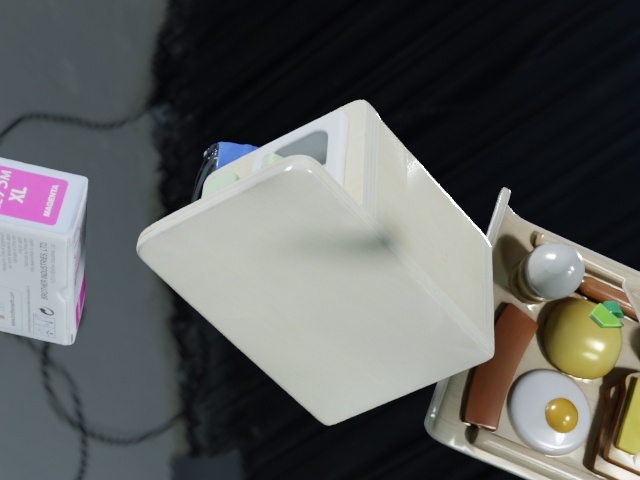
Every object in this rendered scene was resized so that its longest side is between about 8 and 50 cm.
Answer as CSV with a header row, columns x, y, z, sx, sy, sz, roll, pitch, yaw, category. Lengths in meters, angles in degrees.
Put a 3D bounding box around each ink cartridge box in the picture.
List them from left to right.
x,y,z,sx,sy,sz,roll,pitch,yaw,category
-0.327,-0.015,1.322,0.311,0.186,0.065,11,61,-2,ink cartridge box

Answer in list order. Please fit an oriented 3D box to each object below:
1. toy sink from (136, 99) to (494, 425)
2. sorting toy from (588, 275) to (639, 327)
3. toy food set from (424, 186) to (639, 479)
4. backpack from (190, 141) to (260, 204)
x,y,z,sx,sy,sz,roll,pitch,yaw,category
0.000,0.000,1.294,0.234,0.152,0.131,44,33,-34,toy sink
0.189,0.040,1.015,0.083,0.012,0.062,8,26,-6,sorting toy
0.254,0.111,1.545,0.306,0.092,0.220,24,70,-11,toy food set
-0.057,-0.017,1.441,0.101,0.120,0.098,5,12,-10,backpack
